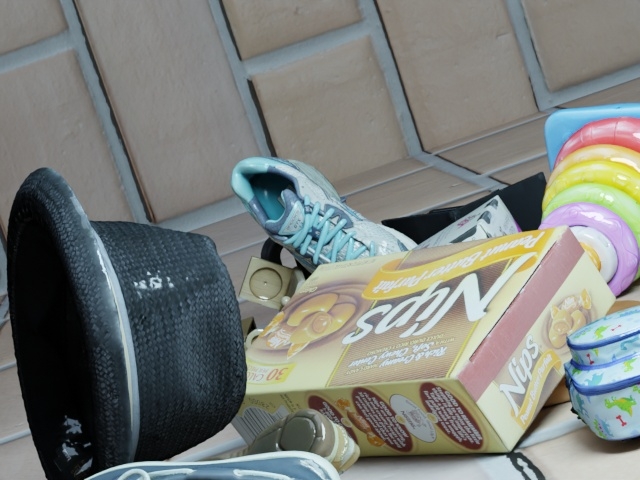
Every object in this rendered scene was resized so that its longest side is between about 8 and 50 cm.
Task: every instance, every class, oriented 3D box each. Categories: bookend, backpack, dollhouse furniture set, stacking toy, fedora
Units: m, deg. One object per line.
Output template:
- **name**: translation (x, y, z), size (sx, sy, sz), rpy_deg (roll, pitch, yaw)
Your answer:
- **bookend**: translation (0.190, -0.023, 2.320), size (0.157, 0.072, 0.156), rpy_deg (-23, 8, -31)
- **backpack**: translation (0.229, 0.096, 1.328), size (0.105, 0.084, 0.114), rpy_deg (-20, 10, 4)
- **dollhouse furniture set**: translation (-0.112, 0.083, 2.019), size (0.151, 0.144, 0.123), rpy_deg (17, 5, -6)
- **stacking toy**: translation (0.274, -0.006, 1.802), size (0.175, 0.166, 0.302), rpy_deg (-2, 26, 28)
- **fedora**: translation (-0.154, 0.085, 1.514), size (0.152, 0.334, 0.334), rpy_deg (-11, 4, -22)

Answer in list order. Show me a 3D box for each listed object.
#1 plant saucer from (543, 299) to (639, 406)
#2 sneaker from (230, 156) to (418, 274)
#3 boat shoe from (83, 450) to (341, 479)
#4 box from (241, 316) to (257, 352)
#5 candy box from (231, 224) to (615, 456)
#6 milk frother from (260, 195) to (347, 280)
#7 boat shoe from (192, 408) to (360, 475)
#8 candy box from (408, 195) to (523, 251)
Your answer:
- **plant saucer**: translation (0.210, 0.095, 1.561), size (0.200, 0.037, 0.200), rpy_deg (-18, 7, 2)
- **sneaker**: translation (0.000, 0.000, 2.031), size (0.283, 0.110, 0.122), rpy_deg (37, 10, 33)
- **boat shoe**: translation (-0.110, 0.209, 1.323), size (0.254, 0.095, 0.079), rpy_deg (-7, -1, 14)
- **box**: translation (-0.177, 0.144, 2.201), size (0.201, 0.021, 0.164), rpy_deg (-18, 7, 4)
- **candy box**: translation (0.071, 0.091, 1.532), size (0.316, 0.087, 0.183), rpy_deg (-9, 34, 49)
- **milk frother**: translation (0.018, 0.027, 2.144), size (0.129, 0.135, 0.143), rpy_deg (-26, 11, -41)
- **boat shoe**: translation (-0.053, 0.198, 1.397), size (0.190, 0.068, 0.072), rpy_deg (-28, -37, 23)
- **candy box**: translation (0.090, 0.056, 1.799), size (0.233, 0.071, 0.159), rpy_deg (-33, 3, 17)
